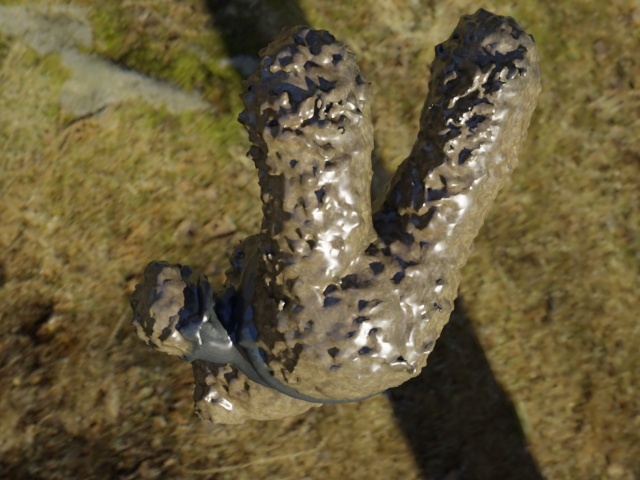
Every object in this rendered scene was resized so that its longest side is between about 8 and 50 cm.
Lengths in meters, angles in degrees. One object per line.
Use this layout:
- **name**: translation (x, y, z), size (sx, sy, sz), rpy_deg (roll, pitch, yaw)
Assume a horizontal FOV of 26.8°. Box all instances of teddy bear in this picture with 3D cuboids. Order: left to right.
- **teddy bear**: translation (0.005, 0.015, 0.615), size (0.182, 0.251, 0.129), rpy_deg (-1, 54, -21)
